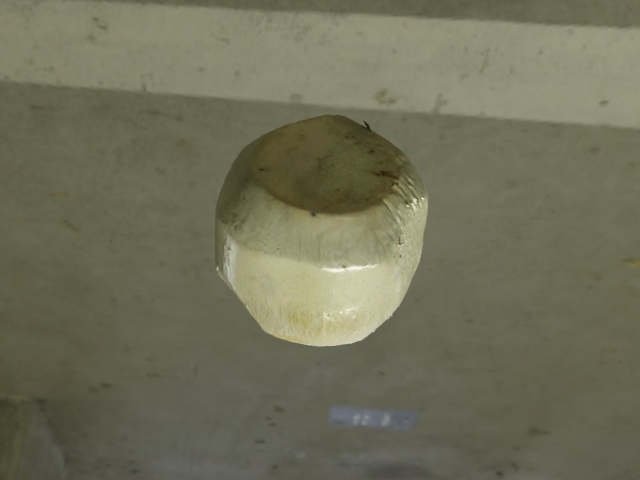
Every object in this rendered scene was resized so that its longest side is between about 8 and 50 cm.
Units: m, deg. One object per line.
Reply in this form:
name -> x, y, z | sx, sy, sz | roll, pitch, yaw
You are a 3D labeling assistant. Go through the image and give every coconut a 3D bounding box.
coconut -> 0.001, -0.002, 0.706 | 0.161, 0.161, 0.162 | 5, 140, -3
